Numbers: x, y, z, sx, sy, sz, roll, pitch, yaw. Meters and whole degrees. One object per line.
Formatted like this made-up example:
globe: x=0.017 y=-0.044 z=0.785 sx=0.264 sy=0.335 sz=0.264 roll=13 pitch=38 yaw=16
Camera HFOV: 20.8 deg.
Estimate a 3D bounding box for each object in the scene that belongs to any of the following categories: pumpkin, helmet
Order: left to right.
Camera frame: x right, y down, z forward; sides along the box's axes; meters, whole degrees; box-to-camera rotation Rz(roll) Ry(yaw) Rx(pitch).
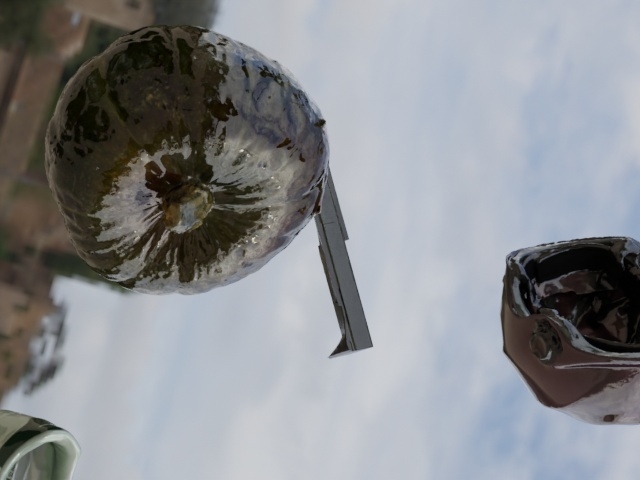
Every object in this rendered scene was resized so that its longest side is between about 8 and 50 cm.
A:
pumpkin: x=-0.123 y=-0.063 z=1.548 sx=0.189 sy=0.260 sz=0.260 roll=-108 pitch=-142 yaw=-55
helmet: x=0.373 y=0.140 z=2.307 sx=0.338 sy=0.271 sz=0.197 roll=44 pitch=-44 yaw=47

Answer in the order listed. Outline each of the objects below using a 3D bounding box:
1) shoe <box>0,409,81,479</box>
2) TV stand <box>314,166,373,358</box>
shoe: x=-0.251 y=0.259 z=1.351 sx=0.110 sy=0.095 sz=0.265 roll=-10 pitch=-113 yaw=48
TV stand: x=0.000 y=0.000 z=1.913 sx=0.049 sy=0.040 sz=0.256 roll=-21 pitch=-99 yaw=48
